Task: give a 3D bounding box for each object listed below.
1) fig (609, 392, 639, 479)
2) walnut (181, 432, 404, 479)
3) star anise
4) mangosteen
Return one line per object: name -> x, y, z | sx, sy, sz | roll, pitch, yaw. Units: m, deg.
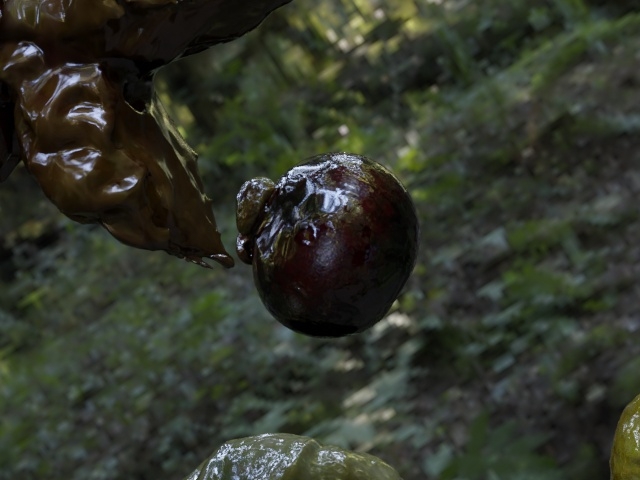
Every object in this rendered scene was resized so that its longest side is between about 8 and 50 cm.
fig -> 0.228, 0.133, 0.874 | 0.159, 0.159, 0.257 | -33, -9, 6
walnut -> -0.032, 0.316, 1.520 | 0.277, 0.282, 0.253 | -60, -4, -33
star anise -> -0.161, -0.065, 0.797 | 0.346, 0.237, 0.148 | -23, -2, -10
mangosteen -> 0.000, 0.000, 1.297 | 0.152, 0.152, 0.152 | -33, -2, -1
